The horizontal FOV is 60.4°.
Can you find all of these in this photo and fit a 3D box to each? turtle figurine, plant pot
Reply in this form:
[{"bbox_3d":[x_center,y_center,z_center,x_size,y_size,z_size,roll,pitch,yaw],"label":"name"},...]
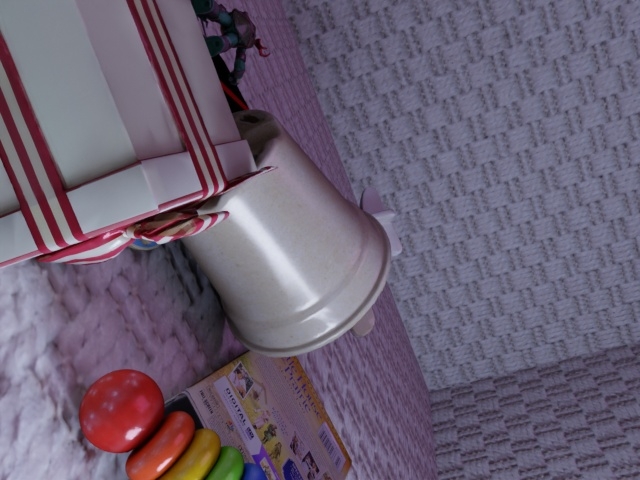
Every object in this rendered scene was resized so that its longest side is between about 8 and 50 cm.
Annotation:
[{"bbox_3d":[-0.190,-0.419,1.116,0.175,0.118,0.234,59,14,-5],"label":"turtle figurine"},{"bbox_3d":[-0.095,-0.029,0.908,0.305,0.334,0.333,54,22,-40],"label":"plant pot"}]

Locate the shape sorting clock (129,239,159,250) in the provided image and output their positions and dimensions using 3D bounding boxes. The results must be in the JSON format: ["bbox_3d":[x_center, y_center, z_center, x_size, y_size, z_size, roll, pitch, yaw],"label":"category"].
[{"bbox_3d":[-0.280,-0.086,0.822,0.206,0.041,0.206,-18,90,-76],"label":"shape sorting clock"}]

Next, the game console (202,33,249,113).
[{"bbox_3d":[-0.221,-0.305,1.125,0.341,0.060,0.386,63,8,8],"label":"game console"}]

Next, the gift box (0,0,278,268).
[{"bbox_3d":[-0.220,-0.117,0.606,0.276,0.255,0.257,-35,108,-63],"label":"gift box"}]

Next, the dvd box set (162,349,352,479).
[{"bbox_3d":[-0.080,0.334,0.919,0.307,0.062,0.420,61,13,4],"label":"dvd box set"}]

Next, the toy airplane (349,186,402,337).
[{"bbox_3d":[0.000,0.000,1.334,0.385,0.272,0.386,36,43,-14],"label":"toy airplane"}]

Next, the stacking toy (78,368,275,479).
[{"bbox_3d":[-0.138,0.277,0.626,0.330,0.141,0.141,45,18,-5],"label":"stacking toy"}]
